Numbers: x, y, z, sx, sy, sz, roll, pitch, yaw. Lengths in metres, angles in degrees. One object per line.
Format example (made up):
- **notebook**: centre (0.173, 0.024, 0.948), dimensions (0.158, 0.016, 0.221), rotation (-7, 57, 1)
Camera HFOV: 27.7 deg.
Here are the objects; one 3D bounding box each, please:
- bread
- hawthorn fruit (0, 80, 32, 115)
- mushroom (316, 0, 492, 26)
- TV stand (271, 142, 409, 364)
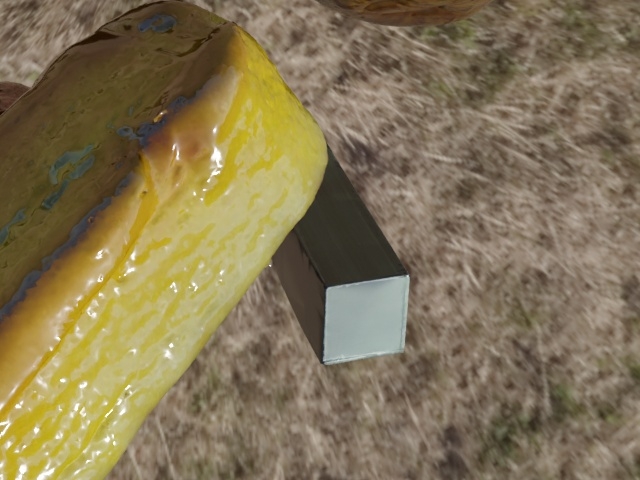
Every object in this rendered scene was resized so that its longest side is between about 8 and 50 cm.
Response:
- **bread**: centre (-0.096, 0.025, 0.453), dimensions (0.245, 0.102, 0.094), rotation (-54, 129, -12)
- **hawthorn fruit**: centre (-0.254, -0.024, 1.189), dimensions (0.253, 0.205, 0.205), rotation (27, 100, -19)
- **mushroom**: centre (0.056, -0.227, 0.979), dimensions (0.194, 0.231, 0.138), rotation (-12, 78, 5)
- **TV stand**: centre (0.000, 0.000, 1.229), dimensions (0.082, 0.269, 0.088), rotation (-8, 123, -14)
